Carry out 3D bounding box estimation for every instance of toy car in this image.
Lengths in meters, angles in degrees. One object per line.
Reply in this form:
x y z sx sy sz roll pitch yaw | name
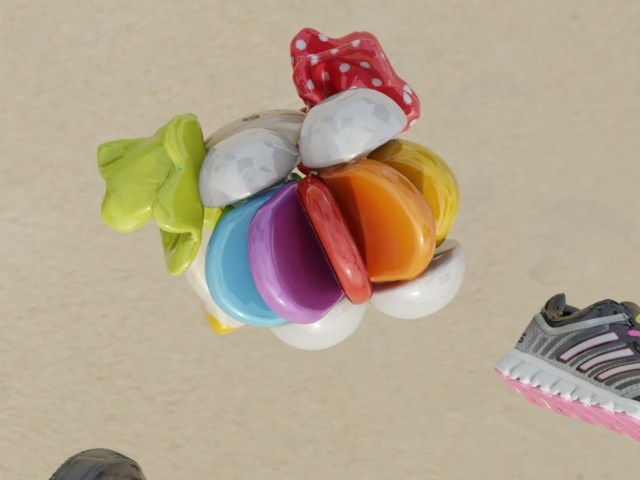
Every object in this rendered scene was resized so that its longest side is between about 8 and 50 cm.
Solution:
0.000 0.000 1.044 0.159 0.182 0.136 64 25 -15 | toy car

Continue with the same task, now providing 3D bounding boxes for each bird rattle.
-0.034 -0.042 1.179 0.253 0.143 0.207 -25 118 -22 | bird rattle

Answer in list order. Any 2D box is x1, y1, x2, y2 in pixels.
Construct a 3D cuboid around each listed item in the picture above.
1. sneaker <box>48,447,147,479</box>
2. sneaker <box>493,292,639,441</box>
-0.069 0.121 0.492 0.089 0.170 0.051 21 108 14 | sneaker
0.179 0.072 0.910 0.063 0.170 0.075 36 76 -41 | sneaker
